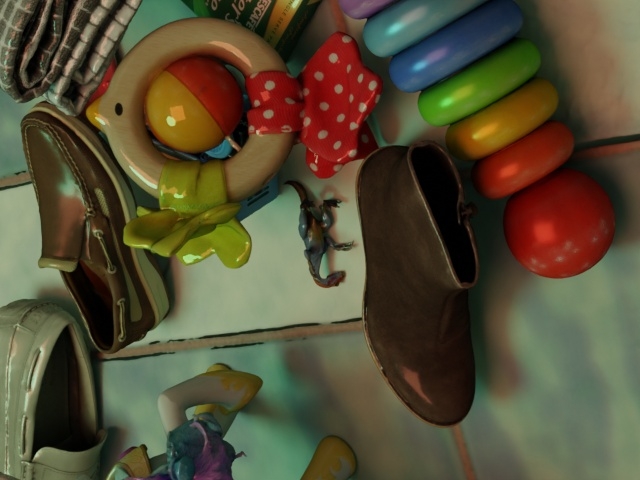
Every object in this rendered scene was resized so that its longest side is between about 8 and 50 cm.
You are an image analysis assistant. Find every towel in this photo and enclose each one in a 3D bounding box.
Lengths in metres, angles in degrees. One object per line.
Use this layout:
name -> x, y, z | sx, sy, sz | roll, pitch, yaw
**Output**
towel -> -0.234, -0.281, 1.536 | 0.235, 0.121, 0.283 | 39, 106, 43

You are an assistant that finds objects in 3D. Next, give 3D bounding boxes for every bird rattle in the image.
bird rattle -> -0.080, -0.098, 1.520 | 0.253, 0.143, 0.207 | -45, 84, 6

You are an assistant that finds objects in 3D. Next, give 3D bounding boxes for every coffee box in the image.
coffee box -> -0.082, -0.246, 1.584 | 0.184, 0.040, 0.113 | 45, 128, 13

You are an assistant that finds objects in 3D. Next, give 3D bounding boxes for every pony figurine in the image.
pony figurine -> -0.104, 0.291, 1.604 | 0.303, 0.363, 0.351 | -37, 84, 39

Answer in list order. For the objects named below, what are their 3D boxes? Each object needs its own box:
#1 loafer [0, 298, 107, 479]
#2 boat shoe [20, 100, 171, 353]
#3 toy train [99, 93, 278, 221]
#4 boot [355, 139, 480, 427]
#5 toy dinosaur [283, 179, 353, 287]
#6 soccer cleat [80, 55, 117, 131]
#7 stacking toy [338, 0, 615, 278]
loafer -> -0.277, 0.218, 1.869 | 0.111, 0.112, 0.319 | 9, 113, 43
boat shoe -> -0.224, -0.005, 1.709 | 0.095, 0.095, 0.257 | 0, 124, 42
toy train -> -0.120, -0.090, 1.654 | 0.184, 0.080, 0.105 | 21, 125, 29
boot -> 0.088, 0.041, 1.479 | 0.207, 0.090, 0.248 | 174, 79, -80
toy dinosaur -> 0.000, 0.000, 1.637 | 0.090, 0.047, 0.082 | -122, 30, -49
soccer cleat -> -0.269, -0.213, 1.727 | 0.248, 0.083, 0.095 | 59, 162, -5
stacking toy -> 0.127, -0.117, 1.428 | 0.141, 0.141, 0.330 | -26, 95, 40
